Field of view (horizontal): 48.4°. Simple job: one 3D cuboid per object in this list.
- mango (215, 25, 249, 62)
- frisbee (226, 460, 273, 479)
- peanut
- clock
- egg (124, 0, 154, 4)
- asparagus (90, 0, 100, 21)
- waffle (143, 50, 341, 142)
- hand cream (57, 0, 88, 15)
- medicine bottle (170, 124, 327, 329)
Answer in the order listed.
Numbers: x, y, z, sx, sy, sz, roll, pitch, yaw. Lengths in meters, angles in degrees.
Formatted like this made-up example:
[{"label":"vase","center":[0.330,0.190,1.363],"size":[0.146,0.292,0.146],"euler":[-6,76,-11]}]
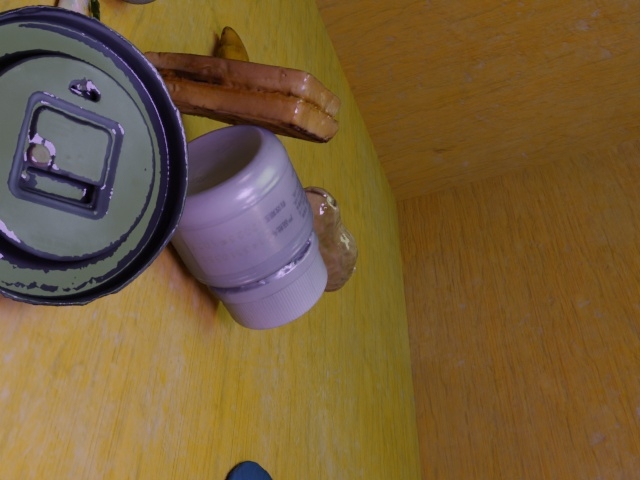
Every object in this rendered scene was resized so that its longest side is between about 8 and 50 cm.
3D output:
[{"label":"mango","center":[-0.206,-0.419,1.663],"size":[0.098,0.075,0.190],"euler":[67,10,-49]},{"label":"frisbee","center":[-0.097,0.529,1.240],"size":[0.289,0.049,0.290],"euler":[-14,90,-75]},{"label":"peanut","center":[-0.005,-0.001,1.849],"size":[0.174,0.158,0.340],"euler":[32,-22,51]},{"label":"clock","center":[-0.292,-0.089,0.794],"size":[0.325,0.067,0.325],"euler":[-2,92,-49]},{"label":"egg","center":[-0.315,-0.467,1.230],"size":[0.152,0.114,0.114],"euler":[-71,144,-54]},{"label":"asparagus","center":[-0.356,-0.322,1.136],"size":[0.022,0.023,0.233],"euler":[-31,-114,59]},{"label":"waffle","center":[-0.143,-0.254,1.260],"size":[0.224,0.327,0.098],"euler":[9,95,-71]},{"label":"hand cream","center":[-0.374,-0.359,1.079],"size":[0.061,0.039,0.143],"euler":[55,30,-58]},{"label":"medicine bottle","center":[-0.130,-0.018,1.242],"size":[0.245,0.245,0.306],"euler":[-85,156,-51]}]
